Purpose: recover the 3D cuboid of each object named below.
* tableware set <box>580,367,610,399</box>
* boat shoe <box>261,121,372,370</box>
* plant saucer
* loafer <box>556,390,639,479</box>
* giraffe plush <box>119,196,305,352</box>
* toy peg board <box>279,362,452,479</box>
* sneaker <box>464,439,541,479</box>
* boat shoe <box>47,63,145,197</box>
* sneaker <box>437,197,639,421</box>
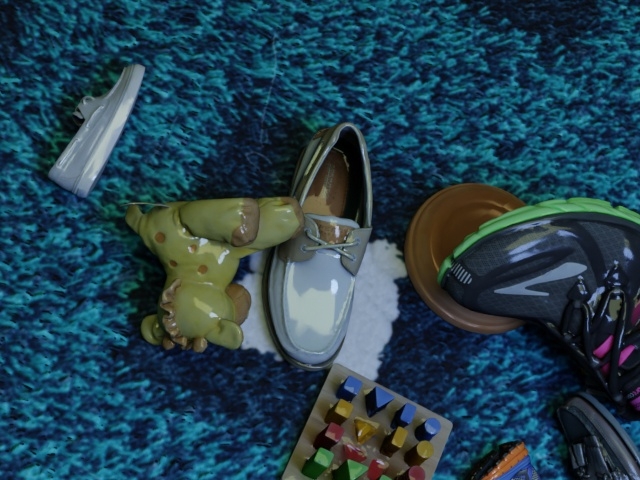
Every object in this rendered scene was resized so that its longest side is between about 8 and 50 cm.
[{"bbox_3d":[0.395,0.163,1.863,0.154,0.024,0.104,12,63,-10],"label":"tableware set"},{"bbox_3d":[0.000,0.000,1.766,0.113,0.103,0.302,9,67,-12],"label":"boat shoe"},{"bbox_3d":[0.204,0.017,1.856,0.200,0.037,0.200,5,68,-14],"label":"plant saucer"},{"bbox_3d":[0.351,0.307,1.755,0.084,0.096,0.267,-29,81,-18],"label":"loafer"},{"bbox_3d":[-0.128,0.039,1.695,0.210,0.181,0.170,-3,91,-28],"label":"giraffe plush"},{"bbox_3d":[0.063,0.235,1.703,0.161,0.079,0.160,28,64,-4],"label":"toy peg board"},{"bbox_3d":[0.181,0.326,1.704,0.221,0.083,0.087,-41,92,-22],"label":"sneaker"},{"bbox_3d":[-0.266,-0.139,1.772,0.063,0.066,0.184,26,74,-6],"label":"boat shoe"},{"bbox_3d":[0.368,0.097,1.743,0.483,0.185,0.202,18,45,-14],"label":"sneaker"}]
